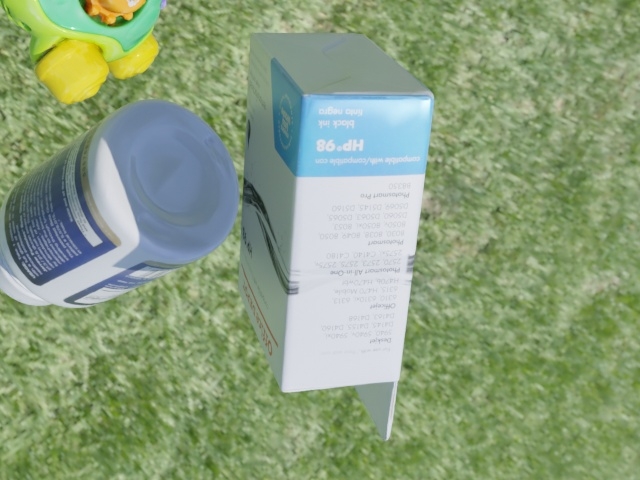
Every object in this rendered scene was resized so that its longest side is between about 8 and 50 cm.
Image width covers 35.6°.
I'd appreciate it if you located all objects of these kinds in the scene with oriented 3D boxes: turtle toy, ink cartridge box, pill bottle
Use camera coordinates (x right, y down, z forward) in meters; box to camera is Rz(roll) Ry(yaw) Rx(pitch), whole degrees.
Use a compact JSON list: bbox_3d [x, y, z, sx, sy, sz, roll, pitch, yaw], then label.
[{"bbox_3d":[-0.089,-0.116,0.397,0.066,0.095,0.130,-34,-172,24],"label":"turtle toy"},{"bbox_3d":[0.000,0.000,0.484,0.060,0.104,0.180,-3,116,-16],"label":"ink cartridge box"},{"bbox_3d":[-0.134,-0.013,0.599,0.094,0.169,0.094,18,63,-38],"label":"pill bottle"}]
